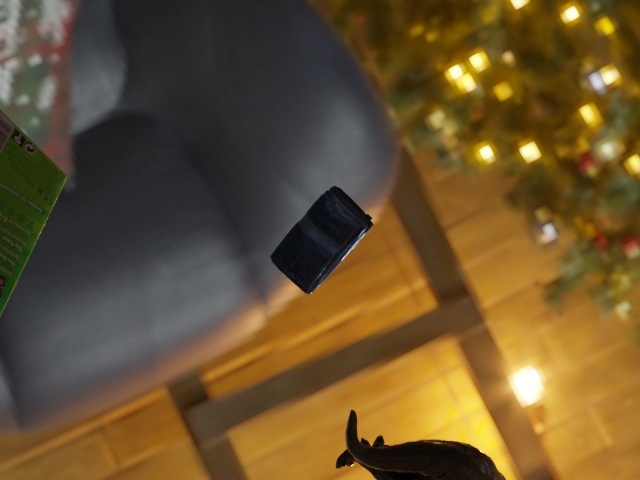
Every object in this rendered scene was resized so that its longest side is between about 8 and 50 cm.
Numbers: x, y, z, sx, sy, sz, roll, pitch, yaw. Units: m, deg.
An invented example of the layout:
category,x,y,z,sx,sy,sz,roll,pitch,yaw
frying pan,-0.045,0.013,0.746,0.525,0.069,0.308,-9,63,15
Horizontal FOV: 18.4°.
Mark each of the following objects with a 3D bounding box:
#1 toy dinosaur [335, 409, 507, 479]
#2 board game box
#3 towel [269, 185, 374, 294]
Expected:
category,x,y,z,sx,sy,sz,roll,pitch,yaw
toy dinosaur,0.115,0.225,1.777,0.160,0.313,0.121,4,-134,30
board game box,-0.344,-0.016,1.980,0.039,0.124,0.259,-26,-149,32
towel,0.000,0.000,2.207,0.119,0.067,0.029,-49,178,23
